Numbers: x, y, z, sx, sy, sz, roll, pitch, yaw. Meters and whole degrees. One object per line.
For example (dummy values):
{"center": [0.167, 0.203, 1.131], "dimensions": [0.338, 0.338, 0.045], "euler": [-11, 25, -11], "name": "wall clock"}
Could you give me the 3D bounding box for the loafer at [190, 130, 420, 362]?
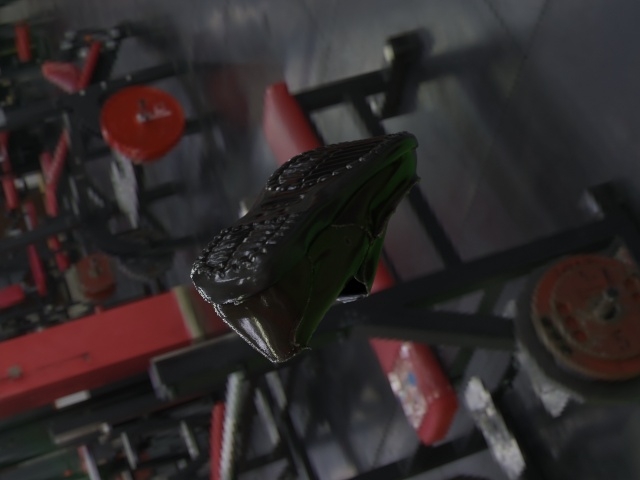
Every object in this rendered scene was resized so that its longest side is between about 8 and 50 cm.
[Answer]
{"center": [0.000, 0.000, 0.707], "dimensions": [0.080, 0.220, 0.078], "euler": [-7, 113, 35], "name": "loafer"}
